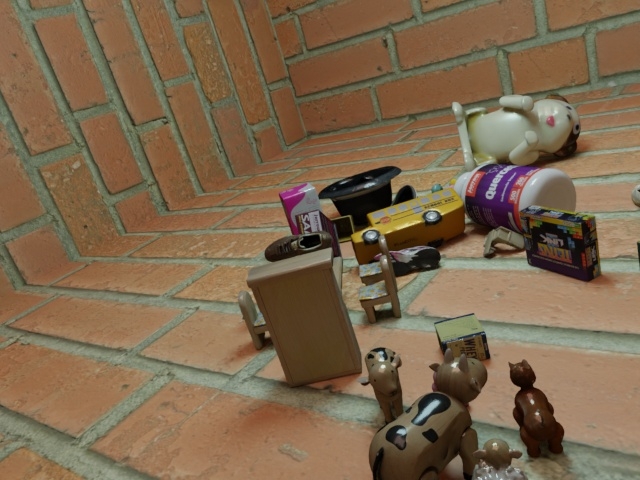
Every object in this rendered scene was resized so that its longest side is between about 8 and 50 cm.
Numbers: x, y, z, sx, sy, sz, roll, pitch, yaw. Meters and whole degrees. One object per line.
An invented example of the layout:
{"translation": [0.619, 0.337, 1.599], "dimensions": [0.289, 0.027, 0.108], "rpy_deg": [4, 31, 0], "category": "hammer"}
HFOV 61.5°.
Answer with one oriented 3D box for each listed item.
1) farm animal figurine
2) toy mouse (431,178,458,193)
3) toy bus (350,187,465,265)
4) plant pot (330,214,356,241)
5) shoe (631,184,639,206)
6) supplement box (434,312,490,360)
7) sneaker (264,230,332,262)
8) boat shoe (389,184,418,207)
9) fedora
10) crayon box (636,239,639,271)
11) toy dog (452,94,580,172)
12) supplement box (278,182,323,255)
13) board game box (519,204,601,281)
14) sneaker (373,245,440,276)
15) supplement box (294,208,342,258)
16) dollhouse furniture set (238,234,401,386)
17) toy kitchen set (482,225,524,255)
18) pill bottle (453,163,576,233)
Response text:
{"translation": [0.166, 0.250, 0.794], "dimensions": [0.331, 0.172, 0.327], "rpy_deg": [-3, 24, 36], "category": "farm animal figurine"}
{"translation": [0.454, -0.190, 1.967], "dimensions": [0.143, 0.031, 0.161], "rpy_deg": [-21, 20, -10], "category": "toy mouse"}
{"translation": [0.248, -0.038, 1.551], "dimensions": [0.333, 0.108, 0.130], "rpy_deg": [-18, 42, -2], "category": "toy bus"}
{"translation": [0.079, -0.044, 1.827], "dimensions": [0.081, 0.081, 0.083], "rpy_deg": [-12, 8, 16], "category": "plant pot"}
{"translation": [0.850, -0.111, 1.369], "dimensions": [0.077, 0.058, 0.219], "rpy_deg": [-11, 20, 17], "category": "shoe"}
{"translation": [0.272, 0.192, 1.038], "dimensions": [0.083, 0.056, 0.083], "rpy_deg": [-16, 19, 5], "category": "supplement box"}
{"translation": [-0.066, 0.009, 1.394], "dimensions": [0.189, 0.066, 0.071], "rpy_deg": [-16, -12, 12], "category": "sneaker"}
{"translation": [0.258, -0.088, 1.758], "dimensions": [0.112, 0.095, 0.335], "rpy_deg": [-9, 21, 23], "category": "boat shoe"}
{"translation": [0.155, -0.151, 1.925], "dimensions": [0.334, 0.152, 0.334], "rpy_deg": [-20, 13, 5], "category": "fedora"}
{"translation": [0.814, 0.020, 1.007], "dimensions": [0.323, 0.083, 0.203], "rpy_deg": [-18, 19, 1], "category": "crayon box"}
{"translation": [0.730, -0.378, 1.970], "dimensions": [0.408, 0.284, 0.395], "rpy_deg": [-12, -16, 21], "category": "toy dog"}
{"translation": [-0.047, -0.064, 1.766], "dimensions": [0.111, 0.219, 0.114], "rpy_deg": [-20, 20, -7], "category": "supplement box"}
{"translation": [0.533, 0.002, 1.205], "dimensions": [0.048, 0.140, 0.170], "rpy_deg": [-23, 20, -20], "category": "board game box"}
{"translation": [0.235, 0.053, 1.460], "dimensions": [0.179, 0.071, 0.077], "rpy_deg": [-5, 10, 12], "category": "sneaker"}
{"translation": [0.000, 0.000, 1.541], "dimensions": [0.073, 0.130, 0.239], "rpy_deg": [-14, -11, 10], "category": "supplement box"}
{"translation": [-0.018, 0.101, 1.234], "dimensions": [0.363, 0.256, 0.394], "rpy_deg": [-14, 20, 9], "category": "dollhouse furniture set"}
{"translation": [0.471, 0.018, 1.397], "dimensions": [0.083, 0.075, 0.068], "rpy_deg": [121, 172, -70], "category": "toy kitchen set"}
{"translation": [0.519, -0.118, 1.487], "dimensions": [0.182, 0.181, 0.323], "rpy_deg": [-25, 21, -20], "category": "pill bottle"}
